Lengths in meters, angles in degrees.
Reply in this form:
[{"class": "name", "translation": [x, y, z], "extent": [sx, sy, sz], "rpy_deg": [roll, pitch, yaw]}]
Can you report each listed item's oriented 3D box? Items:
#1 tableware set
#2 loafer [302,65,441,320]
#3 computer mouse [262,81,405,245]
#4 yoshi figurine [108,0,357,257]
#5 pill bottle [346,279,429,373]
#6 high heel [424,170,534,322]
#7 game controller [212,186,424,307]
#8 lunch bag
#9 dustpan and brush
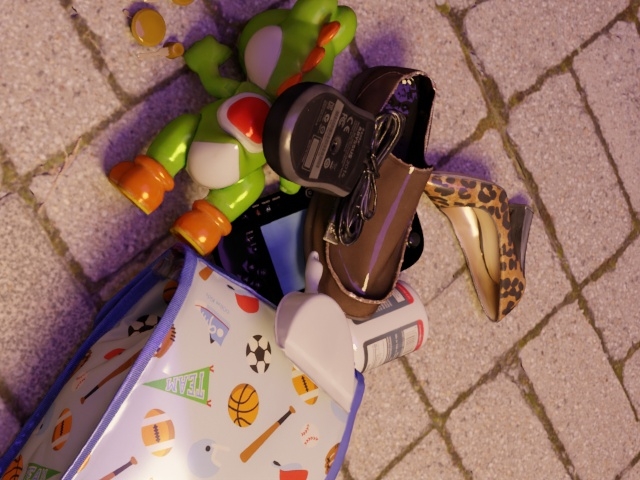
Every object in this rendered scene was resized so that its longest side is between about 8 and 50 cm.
[{"class": "tableware set", "translation": [-0.200, -0.305, 1.533], "extent": [0.104, 0.024, 0.154], "rpy_deg": [-12, 100, -34]}, {"class": "loafer", "translation": [0.073, -0.077, 1.616], "extent": [0.134, 0.130, 0.365], "rpy_deg": [16, 73, -25]}, {"class": "computer mouse", "translation": [-0.001, -0.110, 1.461], "extent": [0.272, 0.072, 0.188], "rpy_deg": [28, 85, -61]}, {"class": "yoshi figurine", "translation": [-0.096, -0.163, 1.546], "extent": [0.362, 0.203, 0.203], "rpy_deg": [-51, 148, -6]}, {"class": "pill bottle", "translation": [0.049, 0.129, 1.684], "extent": [0.180, 0.108, 0.108], "rpy_deg": [-19, 105, -30]}, {"class": "high heel", "translation": [0.220, 0.009, 1.785], "extent": [0.261, 0.093, 0.186], "rpy_deg": [21, 77, -41]}, {"class": "game controller", "translation": [0.000, 0.000, 1.664], "extent": [0.319, 0.067, 0.166], "rpy_deg": [-22, 107, -29]}, {"class": "lunch bag", "translation": [-0.159, 0.239, 1.490], "extent": [0.328, 0.239, 0.385], "rpy_deg": [37, 82, -28]}, {"class": "dustpan and brush", "translation": [-0.007, 0.093, 1.489], "extent": [0.147, 0.060, 0.211], "rpy_deg": [47, 42, -37]}]
